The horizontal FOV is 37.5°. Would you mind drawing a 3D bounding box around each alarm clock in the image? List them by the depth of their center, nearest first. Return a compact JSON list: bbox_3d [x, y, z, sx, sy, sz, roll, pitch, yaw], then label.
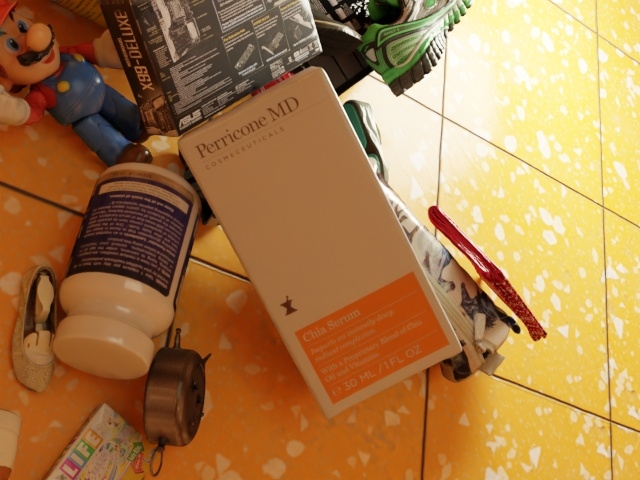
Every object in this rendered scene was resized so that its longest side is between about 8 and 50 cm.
[{"bbox_3d":[-0.194,0.224,1.247,0.064,0.129,0.192,7,51,8],"label":"alarm clock"}]

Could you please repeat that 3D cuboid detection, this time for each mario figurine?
[{"bbox_3d":[-0.345,-0.220,1.281,0.320,0.170,0.198,35,19,-32],"label":"mario figurine"}]

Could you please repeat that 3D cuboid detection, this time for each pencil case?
[{"bbox_3d":[0.149,0.051,1.564,0.160,0.183,0.410,-46,105,-15],"label":"pencil case"}]

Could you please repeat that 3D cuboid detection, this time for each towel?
[{"bbox_3d":[0.291,0.060,1.647,0.275,0.031,0.199,45,6,-48],"label":"towel"}]

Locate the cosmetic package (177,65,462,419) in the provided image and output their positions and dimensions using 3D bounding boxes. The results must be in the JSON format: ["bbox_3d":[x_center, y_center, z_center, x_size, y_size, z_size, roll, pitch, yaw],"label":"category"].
[{"bbox_3d":[0.000,0.000,1.371,0.230,0.161,0.453,-28,101,1],"label":"cosmetic package"}]

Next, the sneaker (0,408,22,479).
[{"bbox_3d":[-0.474,0.230,1.039,0.290,0.106,0.123,19,59,-34],"label":"sneaker"}]

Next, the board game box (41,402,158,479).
[{"bbox_3d":[-0.289,0.302,1.213,0.103,0.026,0.154,45,50,-15],"label":"board game box"}]

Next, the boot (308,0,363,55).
[{"bbox_3d":[-0.023,-0.390,1.562,0.198,0.077,0.137,7,62,-37],"label":"boot"}]

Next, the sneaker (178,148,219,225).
[{"bbox_3d":[-0.183,-0.086,1.442,0.059,0.053,0.144,-29,90,-40],"label":"sneaker"}]

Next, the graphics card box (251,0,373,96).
[{"bbox_3d":[-0.008,-0.368,1.672,0.233,0.094,0.371,54,49,-8],"label":"graphics card box"}]

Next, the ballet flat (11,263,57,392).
[{"bbox_3d":[-0.365,0.110,1.213,0.057,0.052,0.168,6,69,-35],"label":"ballet flat"}]

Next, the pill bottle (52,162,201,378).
[{"bbox_3d":[-0.257,0.041,1.253,0.153,0.153,0.264,29,53,-27],"label":"pill bottle"}]

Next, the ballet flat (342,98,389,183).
[{"bbox_3d":[0.092,-0.153,1.679,0.068,0.072,0.213,-3,74,-44],"label":"ballet flat"}]

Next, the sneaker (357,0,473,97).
[{"bbox_3d":[0.174,-0.420,1.690,0.146,0.134,0.343,43,50,-18],"label":"sneaker"}]

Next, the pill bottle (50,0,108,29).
[{"bbox_3d":[-0.346,-0.428,1.359,0.334,0.188,0.188,24,59,-30],"label":"pill bottle"}]

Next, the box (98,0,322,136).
[{"bbox_3d":[-0.151,-0.321,1.338,0.307,0.076,0.242,-38,124,-34],"label":"box"}]
